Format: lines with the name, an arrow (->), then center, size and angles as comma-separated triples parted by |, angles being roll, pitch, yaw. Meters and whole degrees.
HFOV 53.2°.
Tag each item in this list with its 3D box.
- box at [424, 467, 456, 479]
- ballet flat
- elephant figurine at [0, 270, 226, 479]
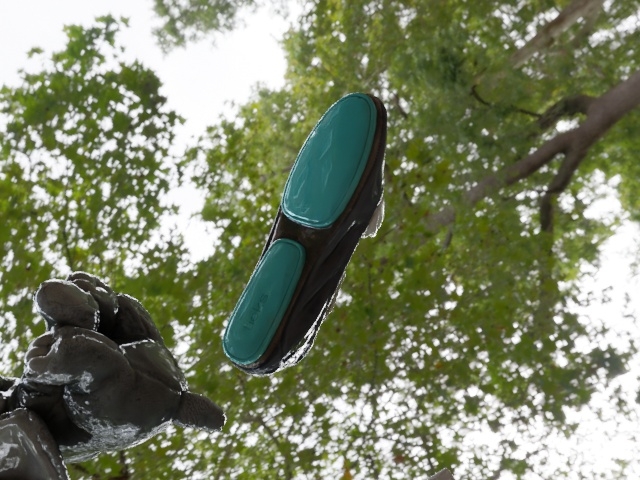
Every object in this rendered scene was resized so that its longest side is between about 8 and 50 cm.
box -> 0.071, 0.362, 0.677 | 0.181, 0.182, 0.119 | -6, -131, -46
ballet flat -> 0.000, 0.000, 0.441 | 0.074, 0.074, 0.203 | 26, -91, -26
elephant figurine -> -0.250, 0.157, 0.566 | 0.186, 0.239, 0.169 | 49, -174, 34
